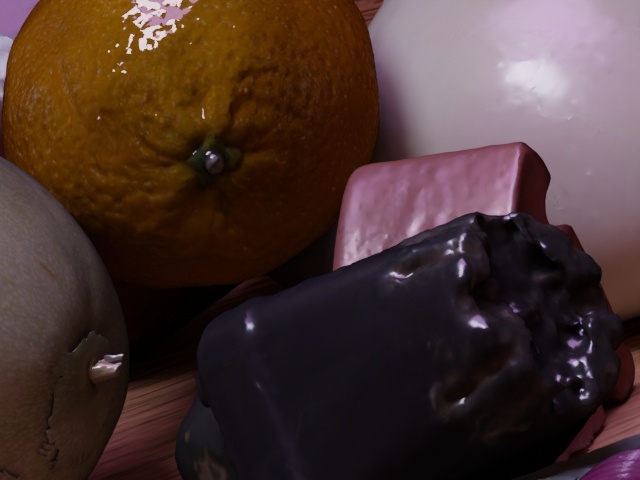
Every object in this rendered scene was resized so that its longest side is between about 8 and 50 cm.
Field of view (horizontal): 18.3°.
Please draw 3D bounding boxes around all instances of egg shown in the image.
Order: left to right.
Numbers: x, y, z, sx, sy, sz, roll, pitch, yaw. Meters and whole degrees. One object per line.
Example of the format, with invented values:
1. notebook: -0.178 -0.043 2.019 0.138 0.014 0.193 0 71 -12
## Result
1. egg: 0.164 -0.075 1.383 0.283 0.283 0.345 -16 16 -19

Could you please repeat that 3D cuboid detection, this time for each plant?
1. plant: 0.031 0.084 0.974 0.164 0.142 0.256 -7 -19 -40

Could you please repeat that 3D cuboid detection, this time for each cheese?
1. cheese: 0.091 0.034 1.148 0.128 0.177 0.203 -7 11 27

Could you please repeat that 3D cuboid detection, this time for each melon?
1. melon: -0.257 0.061 1.171 0.330 0.268 0.268 3 17 33

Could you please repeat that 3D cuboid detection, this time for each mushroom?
1. mushroom: -0.002 0.001 1.720 0.109 0.097 0.351 -18 15 -15

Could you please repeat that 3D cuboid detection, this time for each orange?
1. orange: -0.083 -0.089 1.287 0.264 0.264 0.264 -12 10 2

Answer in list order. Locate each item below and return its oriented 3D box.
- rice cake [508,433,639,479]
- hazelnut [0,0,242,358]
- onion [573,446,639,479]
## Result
1. rice cake: 0.196 0.107 0.937 0.336 0.066 0.063 -16 10 -23
2. hazelnut: -0.206 -0.072 1.615 0.402 0.402 0.429 -12 16 4
3. onion: 0.142 0.135 0.793 0.104 0.115 0.115 -57 -13 27
